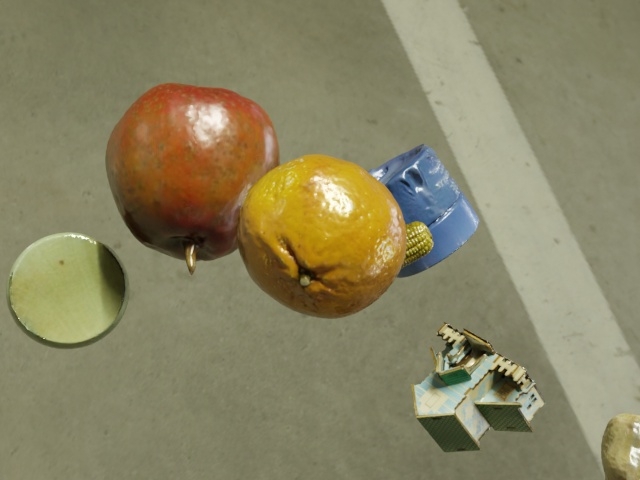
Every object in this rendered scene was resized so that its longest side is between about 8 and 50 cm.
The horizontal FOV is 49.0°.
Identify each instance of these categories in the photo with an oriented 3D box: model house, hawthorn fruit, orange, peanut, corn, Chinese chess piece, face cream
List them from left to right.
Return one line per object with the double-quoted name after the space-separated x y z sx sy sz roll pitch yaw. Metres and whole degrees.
-0.406 0.081 1.135 0.188 0.083 0.189 4 79 -20 "Chinese chess piece"
-0.195 -0.081 1.069 0.276 0.277 0.298 10 61 -23 "hawthorn fruit"
0.000 -0.001 0.729 0.177 0.177 0.155 40 54 1 "orange"
0.120 0.038 1.421 0.231 0.080 0.080 -29 71 5 "corn"
0.207 -0.072 1.634 0.225 0.249 0.249 53 49 -12 "face cream"
0.281 0.309 1.411 0.206 0.271 0.178 -46 125 -10 "model house"
0.531 0.415 1.215 0.085 0.104 0.228 4 72 16 "peanut"
